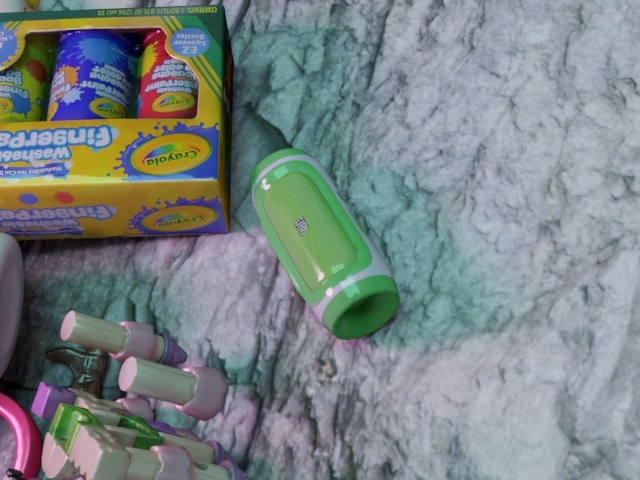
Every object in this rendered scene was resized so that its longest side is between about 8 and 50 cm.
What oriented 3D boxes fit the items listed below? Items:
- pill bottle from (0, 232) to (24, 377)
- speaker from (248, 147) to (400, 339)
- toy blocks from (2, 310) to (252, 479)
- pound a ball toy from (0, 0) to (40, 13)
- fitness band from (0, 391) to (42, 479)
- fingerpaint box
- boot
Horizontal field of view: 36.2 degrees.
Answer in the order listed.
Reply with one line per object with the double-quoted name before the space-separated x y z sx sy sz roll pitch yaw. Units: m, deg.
"pill bottle" -0.663 0.082 1.434 0.407 0.229 0.229 5 58 -5
"speaker" 0.000 0.000 1.447 0.131 0.131 0.296 -29 56 -4
"toy blocks" -0.228 0.285 1.298 0.288 0.260 0.309 20 89 55
"pound a ball toy" -0.605 -0.454 1.833 0.135 0.208 0.319 -21 55 1
"fitness band" -0.546 0.307 1.442 0.290 0.054 0.209 18 62 23
"fingerpaint box" -0.372 -0.196 1.596 0.444 0.163 0.371 -2 58 1
"boot" -0.374 0.216 1.464 0.106 0.037 0.114 -4 63 15
